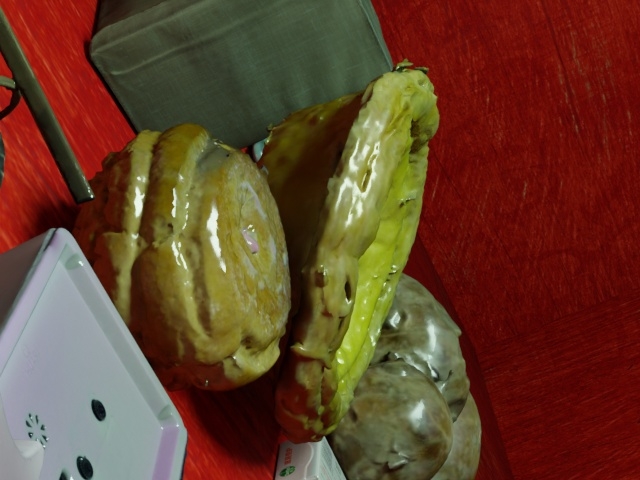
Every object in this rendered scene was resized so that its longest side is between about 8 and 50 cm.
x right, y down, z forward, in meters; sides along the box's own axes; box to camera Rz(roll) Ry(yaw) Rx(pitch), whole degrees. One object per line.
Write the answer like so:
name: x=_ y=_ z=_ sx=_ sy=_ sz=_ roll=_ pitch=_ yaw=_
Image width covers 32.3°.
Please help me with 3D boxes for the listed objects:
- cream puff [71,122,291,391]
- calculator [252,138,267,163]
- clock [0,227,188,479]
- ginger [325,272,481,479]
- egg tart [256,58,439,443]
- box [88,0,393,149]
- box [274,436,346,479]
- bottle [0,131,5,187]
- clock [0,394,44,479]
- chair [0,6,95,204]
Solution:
cream puff: x=-0.097 y=0.010 z=0.724 sx=0.189 sy=0.129 sz=0.189 roll=-11 pitch=90 yaw=-78
calculator: x=-0.086 y=-0.190 z=1.477 sx=0.185 sy=0.041 sz=0.299 roll=56 pitch=13 yaw=-48
clock: x=-0.132 y=0.102 z=0.526 sx=0.197 sy=0.063 sz=0.150 roll=-90 pitch=156 yaw=-65
ginger: x=0.086 y=0.189 z=1.201 sx=0.375 sy=0.176 sz=0.256 roll=62 pitch=17 yaw=-59
egg tart: x=0.000 y=0.000 z=0.929 sx=0.345 sy=0.132 sz=0.345 roll=19 pitch=90 yaw=-81
box: x=-0.072 y=-0.189 z=1.004 sx=0.149 sy=0.231 sz=0.155 roll=-99 pitch=162 yaw=-55
box: x=0.005 y=0.244 z=0.987 sx=0.089 sy=0.043 sz=0.125 roll=-81 pitch=147 yaw=-72
bottle: x=-0.202 y=-0.060 z=0.359 sx=0.260 sy=0.112 sz=0.112 roll=40 pitch=29 yaw=-66
clock: x=-0.142 y=0.100 z=0.237 sx=0.275 sy=0.080 sz=0.290 roll=88 pitch=4 yaw=-51
chair: x=-0.202 y=-0.100 z=0.540 sx=0.095 sy=0.104 sz=0.221 roll=-1 pitch=70 yaw=-61
